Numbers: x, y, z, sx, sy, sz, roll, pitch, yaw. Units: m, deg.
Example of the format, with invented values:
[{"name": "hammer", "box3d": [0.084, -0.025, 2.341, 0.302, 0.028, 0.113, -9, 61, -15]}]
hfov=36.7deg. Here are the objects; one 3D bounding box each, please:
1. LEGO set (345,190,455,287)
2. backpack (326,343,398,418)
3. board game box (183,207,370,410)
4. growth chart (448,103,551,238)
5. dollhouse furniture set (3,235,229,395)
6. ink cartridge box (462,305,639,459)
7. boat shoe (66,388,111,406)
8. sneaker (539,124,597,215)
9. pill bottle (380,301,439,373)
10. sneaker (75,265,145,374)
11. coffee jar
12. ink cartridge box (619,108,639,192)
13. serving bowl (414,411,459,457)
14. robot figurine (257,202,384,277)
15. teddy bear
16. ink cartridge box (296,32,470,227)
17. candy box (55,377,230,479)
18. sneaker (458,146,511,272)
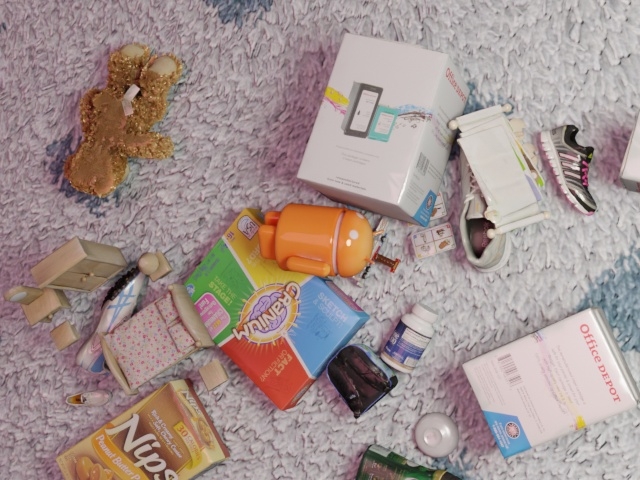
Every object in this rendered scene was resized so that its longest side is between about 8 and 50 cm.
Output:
[{"name": "LEGO set", "box3d": [0.122, -0.027, 1.795, 0.244, 0.060, 0.182, -20, 69, 18]}, {"name": "backpack", "box3d": [0.073, 0.248, 1.768, 0.105, 0.084, 0.114, -45, 78, 15]}, {"name": "board game box", "box3d": [-0.098, 0.129, 1.849, 0.316, 0.064, 0.242, 43, 102, 17]}, {"name": "growth chart", "box3d": [0.316, -0.126, 1.662, 0.021, 0.172, 0.237, -39, 65, 55]}, {"name": "dollhouse furniture set", "box3d": [-0.398, 0.186, 1.819, 0.303, 0.174, 0.355, -34, 74, 11]}, {"name": "ink cartridge box", "box3d": [0.389, 0.231, 1.604, 0.232, 0.168, 0.171, -26, 80, 18]}, {"name": "boat shoe", "box3d": [-0.484, 0.329, 2.005, 0.100, 0.035, 0.035, -5, 86, 21]}, {"name": "sneaker", "box3d": [0.441, -0.127, 1.653, 0.075, 0.063, 0.170, -29, 73, 24]}, {"name": "pill bottle", "box3d": [0.165, 0.174, 1.746, 0.067, 0.067, 0.120, 32, 99, 19]}, {"name": "sneaker", "box3d": [-0.415, 0.164, 1.971, 0.086, 0.085, 0.237, 28, 90, -20]}, {"name": "coffee jar", "box3d": [0.159, 0.440, 1.731, 0.184, 0.079, 0.096, 17, 92, 22]}, {"name": "ink cartridge box", "box3d": [0.623, -0.112, 1.512, 0.273, 0.197, 0.114, 14, 91, 20]}, {"name": "serving bowl", "box3d": [0.207, 0.354, 1.744, 0.083, 0.027, 0.083, -1, 88, 22]}, {"name": "robot figurine", "box3d": [0.000, -0.002, 1.735, 0.219, 0.158, 0.128, 7, 91, 14]}, {"name": "teddy bear", "box3d": [-0.397, -0.244, 1.969, 0.245, 0.113, 0.338, 6, 82, 14]}, {"name": "ink cartridge box", "box3d": [0.117, -0.191, 1.691, 0.197, 0.198, 0.270, 17, 85, 23]}, {"name": "candy box", "box3d": [-0.357, 0.433, 1.924, 0.316, 0.087, 0.183, -35, 76, 17]}, {"name": "sneaker", "box3d": [0.285, -0.076, 1.681, 0.099, 0.121, 0.262, -6, 86, 20]}]
